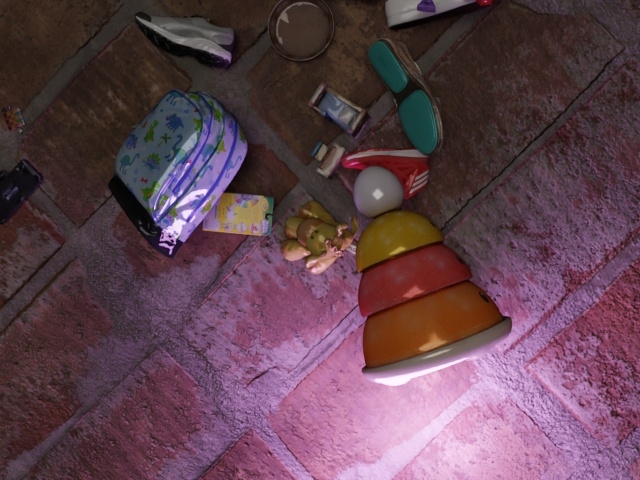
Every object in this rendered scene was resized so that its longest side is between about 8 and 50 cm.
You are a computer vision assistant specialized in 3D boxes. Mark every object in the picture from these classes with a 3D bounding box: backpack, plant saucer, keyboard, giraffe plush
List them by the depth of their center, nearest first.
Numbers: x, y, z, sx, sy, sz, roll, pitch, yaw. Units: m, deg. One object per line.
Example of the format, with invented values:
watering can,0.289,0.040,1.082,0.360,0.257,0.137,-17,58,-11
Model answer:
giraffe plush,0.000,0.000,1.594,0.210,0.170,0.181,13,93,8
backpack,-0.343,-0.190,1.609,0.355,0.273,0.290,-39,51,-5
plant saucer,-0.047,-0.534,1.658,0.168,0.029,0.169,0,92,10
keyboard,-0.846,-0.141,1.795,0.108,0.023,0.180,45,96,-1

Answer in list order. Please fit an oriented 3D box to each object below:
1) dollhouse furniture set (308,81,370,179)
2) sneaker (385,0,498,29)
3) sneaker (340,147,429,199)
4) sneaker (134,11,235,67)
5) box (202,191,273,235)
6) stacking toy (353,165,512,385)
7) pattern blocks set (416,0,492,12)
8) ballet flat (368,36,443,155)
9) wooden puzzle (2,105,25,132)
dollhouse furniture set,0.016,-0.263,1.605,0.129,0.129,0.184,34,96,6
sneaker,0.293,-0.595,1.565,0.290,0.106,0.123,-10,93,10
sneaker,0.162,-0.157,1.592,0.221,0.087,0.128,-4,94,-6
sneaker,-0.342,-0.528,1.678,0.271,0.100,0.108,20,80,4
box,-0.208,-0.069,1.689,0.179,0.043,0.105,6,92,11
stacking toy,0.190,0.054,1.491,0.350,0.350,0.480,-21,84,9
pattern blocks set,0.257,-0.664,1.547,0.285,0.026,0.325,-6,66,4
ballet flat,0.229,-0.351,1.580,0.107,0.106,0.316,-31,80,43
wooden puzzle,-0.832,-0.330,1.794,0.049,0.006,0.083,-20,88,9
